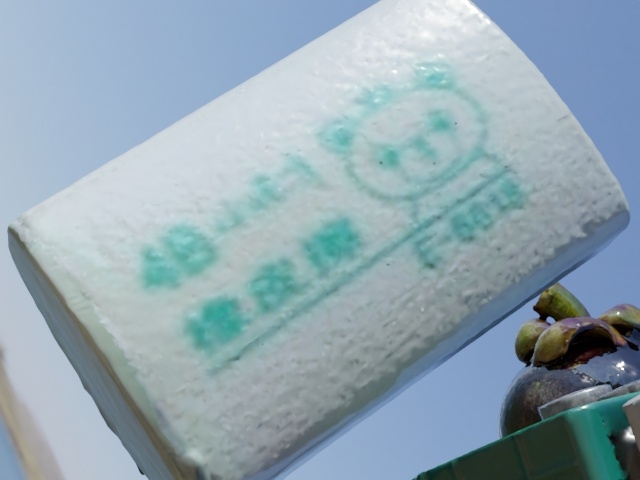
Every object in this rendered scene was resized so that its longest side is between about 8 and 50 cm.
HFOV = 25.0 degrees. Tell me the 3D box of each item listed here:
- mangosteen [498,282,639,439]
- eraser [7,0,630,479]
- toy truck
[{"bbox_3d":[0.250,0.140,1.295,0.194,0.194,0.230,114,-31,-71],"label":"mangosteen"},{"bbox_3d":[0.000,0.000,0.776,0.189,0.290,0.104,51,-20,16],"label":"eraser"},{"bbox_3d":[0.139,0.112,0.632,0.253,0.124,0.114,-37,-113,53],"label":"toy truck"}]
